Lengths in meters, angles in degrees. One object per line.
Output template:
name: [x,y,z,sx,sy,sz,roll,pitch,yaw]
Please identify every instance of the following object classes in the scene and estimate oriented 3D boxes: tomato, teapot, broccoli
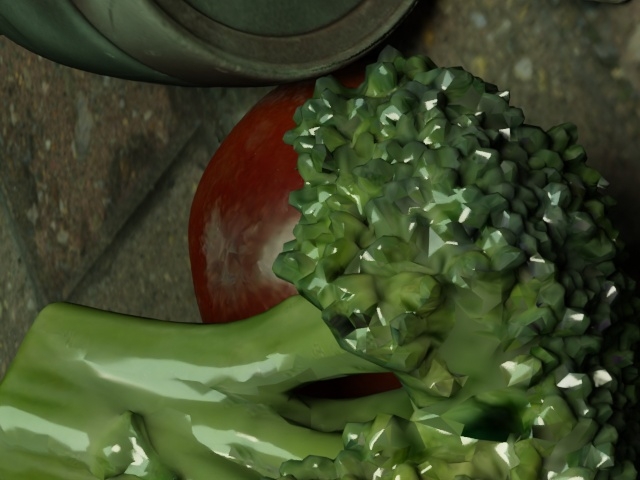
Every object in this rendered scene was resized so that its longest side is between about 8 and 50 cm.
tomato: [0.000,0.000,0.691,0.228,0.112,0.199,45,120,34]
teapot: [-0.093,-0.239,0.734,0.312,0.233,0.315,8,67,52]
broccoli: [0.002,0.112,0.521,0.249,0.302,0.375,-99,18,-68]

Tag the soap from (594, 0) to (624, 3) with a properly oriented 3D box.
soap: [0.117,-0.215,0.594,0.121,0.064,0.183,34,115,39]
